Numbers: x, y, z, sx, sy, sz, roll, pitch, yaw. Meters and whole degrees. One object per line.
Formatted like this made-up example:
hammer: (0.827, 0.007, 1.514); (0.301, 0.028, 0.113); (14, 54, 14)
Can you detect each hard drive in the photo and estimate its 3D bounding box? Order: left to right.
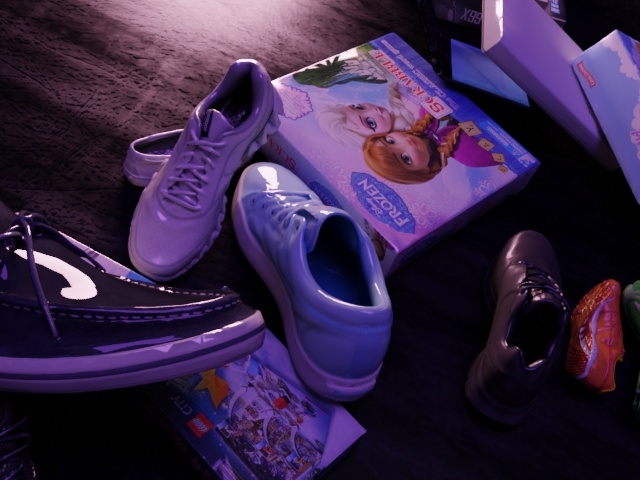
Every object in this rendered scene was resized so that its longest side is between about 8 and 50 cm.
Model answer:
hard drive: (0.367, -0.267, 1.314); (0.307, 0.040, 0.203); (35, 44, -26)

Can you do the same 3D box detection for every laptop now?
laptop: (0.233, -0.343, 1.309); (0.137, 0.264, 0.234); (-13, 26, 14)

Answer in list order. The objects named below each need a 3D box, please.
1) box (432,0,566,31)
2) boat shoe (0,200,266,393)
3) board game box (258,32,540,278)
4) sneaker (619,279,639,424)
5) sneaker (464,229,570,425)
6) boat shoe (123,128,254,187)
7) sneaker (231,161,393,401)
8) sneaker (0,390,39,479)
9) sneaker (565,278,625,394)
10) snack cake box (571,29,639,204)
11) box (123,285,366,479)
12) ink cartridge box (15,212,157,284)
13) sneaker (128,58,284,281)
box: (0.318, -0.498, 1.543); (0.243, 0.076, 0.307); (16, 50, -5)
boat shoe: (-0.298, 0.041, 0.776); (0.500, 0.155, 0.187); (6, 5, 8)
board game box: (0.097, -0.138, 1.194); (0.318, 0.066, 0.318); (-31, 67, -35)
sneaker: (0.446, 0.171, 1.041); (0.124, 0.109, 0.295); (1, 53, -23)
sneaker: (0.261, 0.085, 1.035); (0.109, 0.130, 0.286); (19, 48, -1)
boat shoe: (-0.166, -0.122, 1.096); (0.184, 0.063, 0.066); (-10, 57, -25)
sneaker: (0.000, 0.000, 0.978); (0.135, 0.150, 0.366); (-3, 43, -28)
sneaker: (-0.293, 0.209, 0.754); (0.087, 0.130, 0.227); (-14, 61, -25)
sneaker: (0.363, 0.124, 1.093); (0.067, 0.064, 0.175); (38, 54, -14)
snack cake box: (0.505, -0.179, 1.290); (0.152, 0.089, 0.264); (7, 58, -46)
box: (-0.088, 0.175, 0.902); (0.233, 0.044, 0.159); (44, 52, 17)
ink cartridge box: (-0.284, 0.057, 0.919); (0.180, 0.060, 0.104); (28, 51, 4)
sneaker: (-0.142, -0.090, 0.999); (0.110, 0.118, 0.292); (27, 78, 1)
